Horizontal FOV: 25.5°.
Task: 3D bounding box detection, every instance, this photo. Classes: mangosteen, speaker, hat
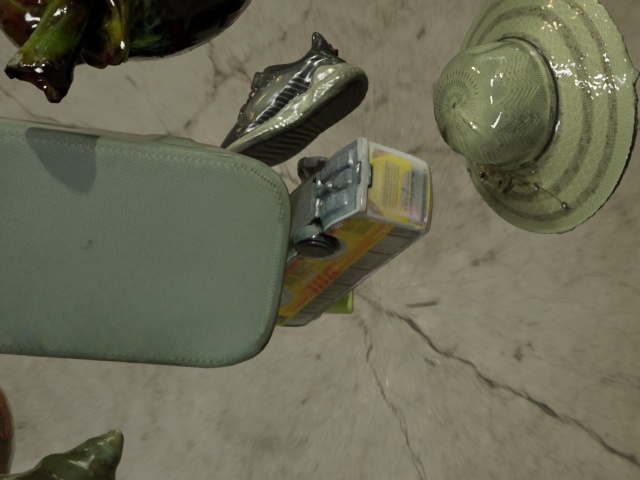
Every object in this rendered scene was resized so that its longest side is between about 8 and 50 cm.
[{"bbox_3d":[-0.156,-0.217,1.088,0.231,0.231,0.289,4,52,3],"label":"mangosteen"},{"bbox_3d":[-0.242,-0.015,1.151,0.406,0.184,0.183,6,99,-14],"label":"speaker"},{"bbox_3d":[0.166,-0.124,1.308,0.110,0.252,0.252,-6,87,-34],"label":"hat"}]

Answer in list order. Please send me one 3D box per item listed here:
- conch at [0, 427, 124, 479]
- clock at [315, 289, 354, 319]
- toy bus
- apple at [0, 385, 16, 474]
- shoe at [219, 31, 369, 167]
[{"bbox_3d":[-0.280,0.269,0.972,0.386,0.203,0.169,-34,78,-12],"label":"conch"},{"bbox_3d":[-0.074,0.055,1.563,0.170,0.232,0.069,1,90,23],"label":"clock"},{"bbox_3d":[0.000,0.000,1.301,0.106,0.268,0.092,16,60,-23],"label":"toy bus"},{"bbox_3d":[-0.562,0.287,1.965,0.277,0.309,0.250,-44,48,12],"label":"apple"},{"bbox_3d":[-0.047,-0.184,1.887,0.227,0.099,0.112,-31,66,12],"label":"shoe"}]
